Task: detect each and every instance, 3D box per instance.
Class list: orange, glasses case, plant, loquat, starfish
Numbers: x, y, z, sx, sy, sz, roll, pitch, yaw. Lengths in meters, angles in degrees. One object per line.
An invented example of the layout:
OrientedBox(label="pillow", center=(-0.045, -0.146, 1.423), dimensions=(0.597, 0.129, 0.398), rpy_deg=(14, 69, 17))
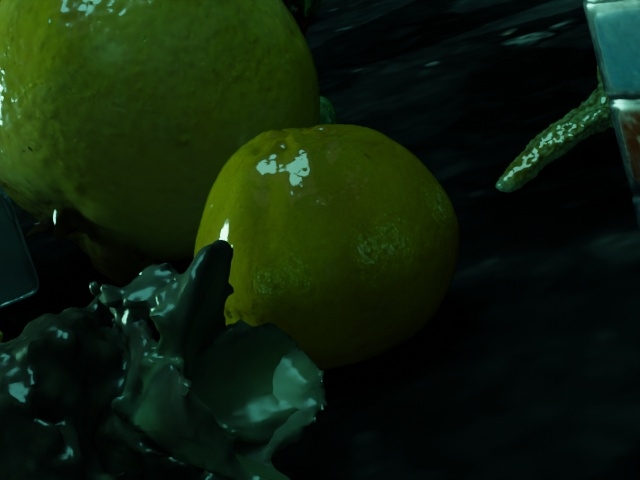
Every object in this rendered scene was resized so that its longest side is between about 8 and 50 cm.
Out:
OrientedBox(label="orange", center=(0.000, 0.000, 0.890), dimensions=(0.159, 0.136, 0.159), rpy_deg=(-14, 19, 5))
OrientedBox(label="glasses case", center=(-0.292, -0.010, 1.326), dimensions=(0.056, 0.105, 0.266), rpy_deg=(4, 9, -22))
OrientedBox(label="plant", center=(-0.103, 0.089, 0.702), dimensions=(0.203, 0.142, 0.131), rpy_deg=(-15, 0, 24))
OrientedBox(label="loquat", center=(-0.135, -0.101, 1.169), dimensions=(0.275, 0.275, 0.275), rpy_deg=(-16, 16, 5))
OrientedBox(label="starfish", center=(0.303, -0.126, 1.113), dimensions=(0.347, 0.078, 0.358), rpy_deg=(-9, 18, 19))

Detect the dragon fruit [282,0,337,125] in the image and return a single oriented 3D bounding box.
OrientedBox(label="dragon fruit", center=(-0.121, -0.168, 1.386), dimensions=(0.268, 0.295, 0.130), rpy_deg=(-57, 18, -15))

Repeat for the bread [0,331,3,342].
OrientedBox(label="bread", center=(-0.316, 0.050, 1.152), dimensions=(0.114, 0.083, 0.211), rpy_deg=(-20, 18, -23))

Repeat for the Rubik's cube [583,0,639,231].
OrientedBox(label="Rubik's cube", center=(0.324, -0.144, 0.753), dimensions=(0.293, 0.287, 0.292), rpy_deg=(-28, 18, -33))
